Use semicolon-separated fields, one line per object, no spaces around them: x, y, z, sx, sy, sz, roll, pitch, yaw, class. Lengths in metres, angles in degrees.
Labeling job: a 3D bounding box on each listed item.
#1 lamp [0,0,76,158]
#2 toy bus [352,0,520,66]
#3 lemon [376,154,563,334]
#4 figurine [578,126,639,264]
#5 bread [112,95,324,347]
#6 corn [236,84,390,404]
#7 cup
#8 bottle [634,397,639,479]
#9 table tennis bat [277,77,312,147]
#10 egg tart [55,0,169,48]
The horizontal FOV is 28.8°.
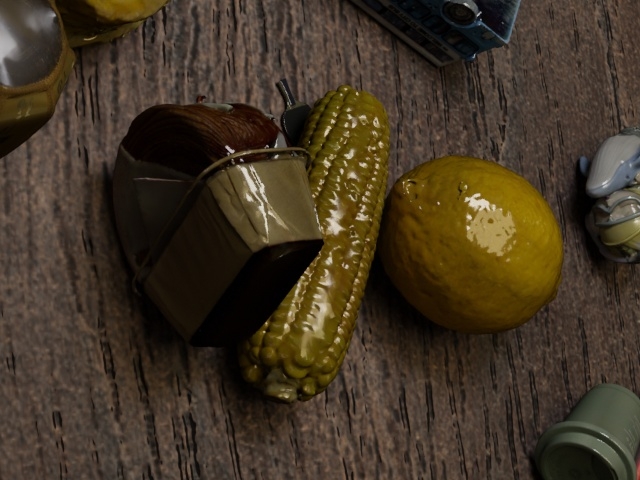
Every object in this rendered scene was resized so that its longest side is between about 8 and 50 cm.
-0.305;-0.144;1.055;0.161;0.185;0.161;13;69;-37;lamp
0.090;-0.326;1.449;0.297;0.131;0.106;33;60;-26;toy bus
0.166;0.006;1.366;0.257;0.188;0.188;35;57;-29;lemon
0.415;-0.057;1.618;0.208;0.128;0.183;8;73;-40;figurine
-0.107;-0.026;1.151;0.142;0.224;0.212;-11;60;-41;bread
0.000;0.000;1.286;0.120;0.120;0.363;29;60;-27;corn
0.328;0.235;1.468;0.120;0.120;0.141;55;44;-10;cup
0.399;0.252;1.550;0.060;0.060;0.164;46;53;-17;bottle
-0.027;-0.139;1.380;0.050;0.007;0.083;-28;95;-40;table tennis bat
-0.196;-0.291;1.143;0.116;0.294;0.295;35;42;31;egg tart
